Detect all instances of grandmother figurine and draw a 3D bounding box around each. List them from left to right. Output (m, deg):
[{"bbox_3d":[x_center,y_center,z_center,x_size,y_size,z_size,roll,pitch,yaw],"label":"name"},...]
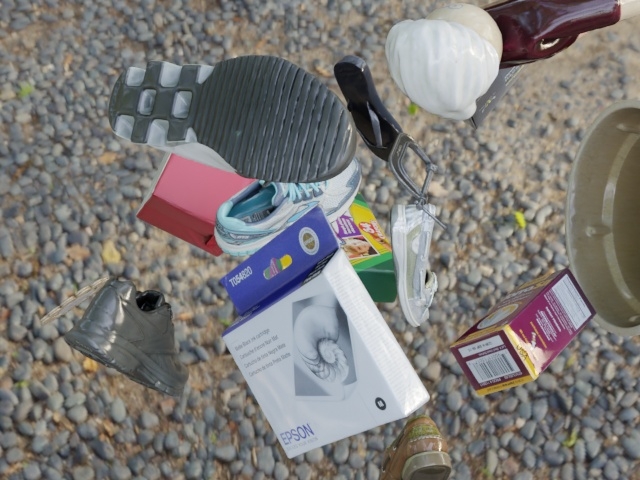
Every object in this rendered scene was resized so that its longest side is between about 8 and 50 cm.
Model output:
[{"bbox_3d":[0.186,-0.193,0.713,0.342,0.208,0.104,-29,95,-33],"label":"grandmother figurine"}]

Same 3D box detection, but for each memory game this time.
[{"bbox_3d":[-0.568,0.138,1.920,0.186,0.186,0.012,-36,90,-22],"label":"memory game"}]

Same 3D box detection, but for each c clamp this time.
[{"bbox_3d":[0.162,-0.106,1.372,0.137,0.022,0.160,40,37,-18],"label":"c clamp"}]

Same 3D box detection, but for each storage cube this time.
[{"bbox_3d":[-0.235,-0.104,1.673,0.193,0.184,0.215,27,69,-15],"label":"storage cube"}]

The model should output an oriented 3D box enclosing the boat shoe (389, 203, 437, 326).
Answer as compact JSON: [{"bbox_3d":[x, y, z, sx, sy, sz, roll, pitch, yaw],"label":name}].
[{"bbox_3d":[0.218,0.059,1.846,0.103,0.320,0.118,-6,31,9],"label":"boat shoe"}]

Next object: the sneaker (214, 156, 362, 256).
[{"bbox_3d":[-0.049,-0.071,1.396,0.283,0.122,0.110,-31,69,-12],"label":"sneaker"}]

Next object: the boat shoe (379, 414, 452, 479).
[{"bbox_3d":[0.167,0.423,1.521,0.111,0.307,0.104,2,52,-16],"label":"boat shoe"}]

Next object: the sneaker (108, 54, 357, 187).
[{"bbox_3d":[-0.070,-0.124,0.892,0.331,0.146,0.122,19,92,39],"label":"sneaker"}]

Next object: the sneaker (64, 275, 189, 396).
[{"bbox_3d":[-0.254,0.145,1.222,0.109,0.286,0.130,19,72,20],"label":"sneaker"}]

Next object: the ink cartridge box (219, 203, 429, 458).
[{"bbox_3d":[-0.019,0.106,0.880,0.045,0.223,0.224,-24,82,-41],"label":"ink cartridge box"}]

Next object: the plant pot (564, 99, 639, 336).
[{"bbox_3d":[0.571,-0.030,1.198,0.306,0.334,0.333,1,58,-10],"label":"plant pot"}]

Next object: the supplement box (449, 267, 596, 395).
[{"bbox_3d":[0.278,0.122,1.130,0.188,0.104,0.080,-32,91,-42],"label":"supplement box"}]

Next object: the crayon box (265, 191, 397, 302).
[{"bbox_3d":[0.000,0.000,2.061,0.313,0.106,0.363,4,34,-23],"label":"crayon box"}]

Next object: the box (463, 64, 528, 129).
[{"bbox_3d":[0.351,-0.341,1.637,0.059,0.183,0.232,41,96,15],"label":"box"}]

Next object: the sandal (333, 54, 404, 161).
[{"bbox_3d":[0.089,-0.251,1.661,0.097,0.254,0.054,1,46,42],"label":"sandal"}]
